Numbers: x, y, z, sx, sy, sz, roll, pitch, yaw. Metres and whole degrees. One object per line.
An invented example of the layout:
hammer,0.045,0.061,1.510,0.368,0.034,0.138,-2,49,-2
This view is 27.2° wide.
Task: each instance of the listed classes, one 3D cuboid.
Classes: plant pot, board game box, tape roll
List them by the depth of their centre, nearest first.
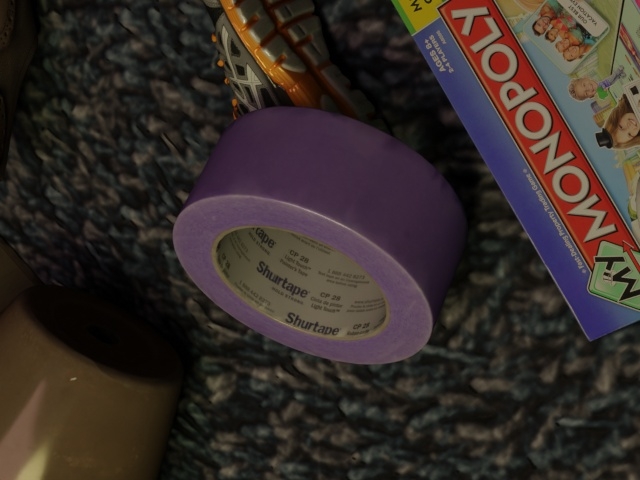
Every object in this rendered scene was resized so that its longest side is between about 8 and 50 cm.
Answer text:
board game box,0.182,-0.117,0.823,0.213,0.046,0.317,-31,90,35
tape roll,0.000,0.000,0.905,0.189,0.080,0.189,17,148,11
plant pot,-0.228,0.167,1.091,0.263,0.263,0.229,33,104,18

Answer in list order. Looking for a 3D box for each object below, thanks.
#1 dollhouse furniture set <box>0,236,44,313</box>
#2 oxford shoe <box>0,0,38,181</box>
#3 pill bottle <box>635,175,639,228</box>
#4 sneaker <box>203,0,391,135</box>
dollhouse furniture set,-0.481,-0.011,1.150,0.394,0.256,0.362,47,125,9
oxford shoe,-0.293,-0.212,1.044,0.130,0.132,0.364,6,91,22
pill bottle,0.254,-0.023,0.736,0.137,0.078,0.078,-16,99,34
sneaker,-0.035,-0.115,0.939,0.083,0.084,0.215,-28,92,41
